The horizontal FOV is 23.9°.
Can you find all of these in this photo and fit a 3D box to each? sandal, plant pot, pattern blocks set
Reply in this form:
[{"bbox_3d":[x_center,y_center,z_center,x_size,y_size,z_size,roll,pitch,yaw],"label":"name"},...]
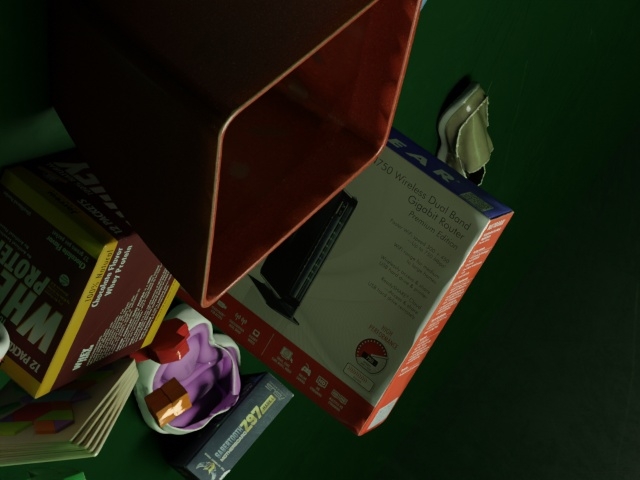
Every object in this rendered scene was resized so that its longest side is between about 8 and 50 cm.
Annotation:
[{"bbox_3d":[-0.168,0.204,2.074,0.169,0.102,0.416,-49,164,-6],"label":"sandal"},{"bbox_3d":[-0.092,-0.155,1.340,0.267,0.235,0.267,-42,160,-31],"label":"plant pot"},{"bbox_3d":[-0.270,0.168,1.531,0.325,0.285,0.026,-90,169,-68],"label":"pattern blocks set"}]

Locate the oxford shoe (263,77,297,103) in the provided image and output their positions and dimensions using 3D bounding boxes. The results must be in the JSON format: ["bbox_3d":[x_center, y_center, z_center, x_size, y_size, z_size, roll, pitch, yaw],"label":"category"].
[{"bbox_3d":[-0.039,-0.204,1.582,0.364,0.130,0.133,-45,169,-20],"label":"oxford shoe"}]

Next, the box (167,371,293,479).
[{"bbox_3d":[-0.138,0.282,2.255,0.183,0.059,0.232,-50,-176,-12],"label":"box"}]

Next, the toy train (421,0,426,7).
[{"bbox_3d":[0.068,-0.289,1.769,0.184,0.080,0.105,-37,162,-43],"label":"toy train"}]

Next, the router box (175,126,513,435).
[{"bbox_3d":[0.000,0.000,1.724,0.301,0.335,0.082,-61,161,20],"label":"router box"}]

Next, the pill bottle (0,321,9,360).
[{"bbox_3d":[-0.376,0.141,1.402,0.180,0.108,0.108,-57,163,13],"label":"pill bottle"}]

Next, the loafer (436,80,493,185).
[{"bbox_3d":[0.246,-0.167,2.454,0.094,0.087,0.251,-47,162,-18],"label":"loafer"}]

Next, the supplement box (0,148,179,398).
[{"bbox_3d":[-0.235,0.021,1.496,0.194,0.129,0.191,-25,148,-58],"label":"supplement box"}]
